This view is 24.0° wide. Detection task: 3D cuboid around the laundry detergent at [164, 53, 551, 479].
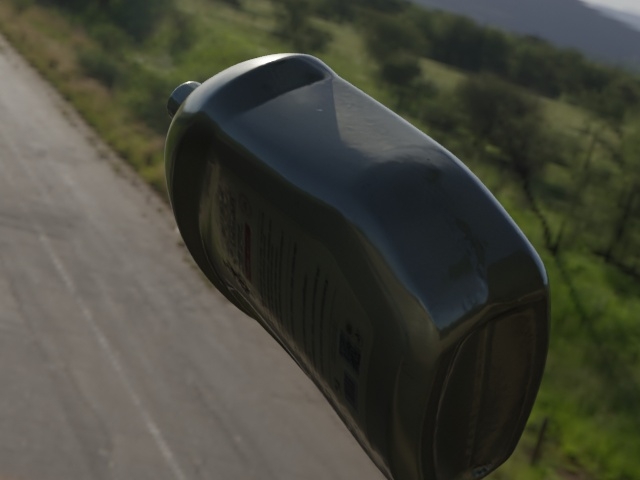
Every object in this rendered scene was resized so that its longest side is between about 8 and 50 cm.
[{"bbox_3d":[0.000,0.000,0.743,0.091,0.181,0.253,-27,50,-24],"label":"laundry detergent"}]
